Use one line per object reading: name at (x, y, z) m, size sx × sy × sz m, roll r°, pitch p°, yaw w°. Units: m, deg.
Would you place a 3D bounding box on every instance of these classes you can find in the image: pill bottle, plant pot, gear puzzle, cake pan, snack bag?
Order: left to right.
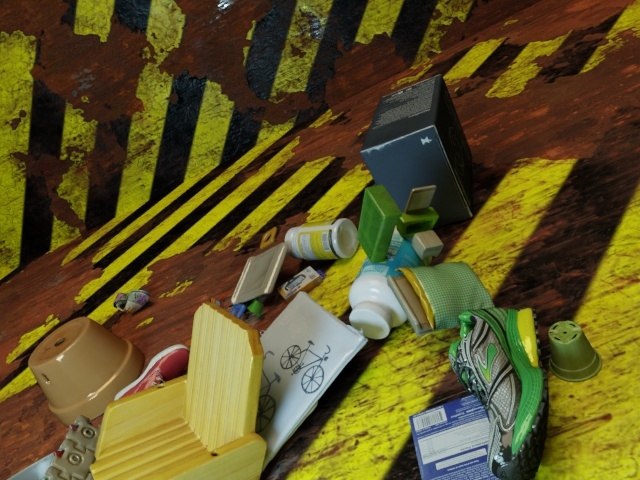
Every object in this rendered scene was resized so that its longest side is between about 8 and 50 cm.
cake pan at (-0.659, 0.563, 1.165) m, size 0.294 × 0.054 × 0.293 m, roll -27°, pitch 2°, yaw 1°
gear puzzle at (-0.497, 0.520, 1.050) m, size 0.044 × 0.176 × 0.339 m, roll -51°, pitch 15°, yaw 14°
plant pot at (-0.705, 0.365, 1.500) m, size 0.291 × 0.203 × 0.290 m, roll -22°, pitch 28°, yaw 12°
snack bag at (-0.079, 0.285, 1.131) m, size 0.342 × 0.037 × 0.323 m, roll -50°, pitch 29°, yaw -8°
pill bottle at (0.000, 0.000, 1.530) m, size 0.209 × 0.119 × 0.119 m, roll -4°, pitch 36°, yaw 40°
pill bottle at (0.157, 0.100, 1.174) m, size 0.146 × 0.146 × 0.264 m, roll -9°, pitch 33°, yaw 35°
plant pot at (0.419, 0.179, 0.854) m, size 0.083 × 0.079 × 0.083 m, roll -24°, pitch 27°, yaw 13°

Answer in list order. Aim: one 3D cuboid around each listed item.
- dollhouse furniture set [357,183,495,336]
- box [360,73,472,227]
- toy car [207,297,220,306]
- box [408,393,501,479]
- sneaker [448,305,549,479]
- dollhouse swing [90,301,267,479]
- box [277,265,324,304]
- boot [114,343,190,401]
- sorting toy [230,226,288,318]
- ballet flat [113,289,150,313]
dollhouse furniture set at (0.229, 0.026, 1.048) m, size 0.198 × 0.151 × 0.301 m, roll -11°, pitch 49°, yaw -19°
box at (0.298, -0.256, 1.488) m, size 0.212 × 0.293 × 0.395 m, roll -16°, pitch 29°, yaw 26°
toy car at (-0.328, 0.232, 1.565) m, size 0.041 × 0.060 × 0.122 m, roll 9°, pitch 41°, yaw -19°
box at (0.224, 0.351, 0.795) m, size 0.137 × 0.036 × 0.225 m, roll -24°, pitch 26°, yaw 12°
sneaker at (0.282, 0.235, 0.818) m, size 0.147 × 0.134 × 0.343 m, roll -1°, pitch 27°, yaw 16°
dollhouse swing at (-0.298, 0.327, 1.011) m, size 0.316 × 0.304 × 0.347 m, roll -14°, pitch 17°, yaw -32°
box at (-0.054, 0.125, 1.469) m, size 0.136 × 0.028 × 0.081 m, roll -36°, pitch 27°, yaw -9°
boot at (-0.416, 0.391, 1.306) m, size 0.244 × 0.088 × 0.176 m, roll -44°, pitch 30°, yaw -10°
sorting toy at (-0.176, 0.107, 1.545) m, size 0.196 × 0.047 × 0.347 m, roll -21°, pitch 41°, yaw 46°
ballet flat at (-0.708, 0.231, 1.890) m, size 0.222 × 0.077 × 0.079 m, roll -8°, pitch 52°, yaw 44°
